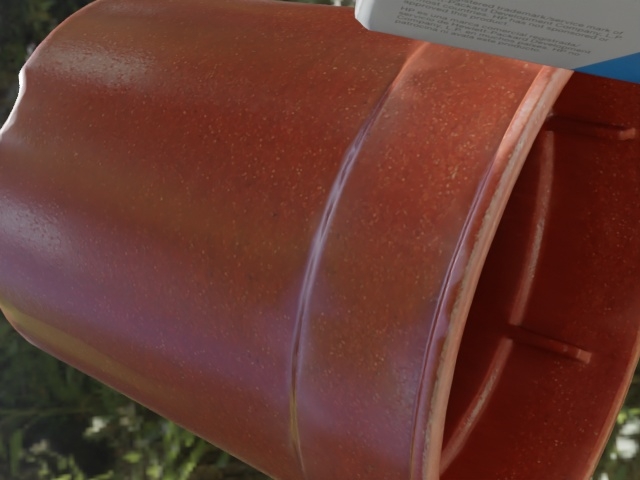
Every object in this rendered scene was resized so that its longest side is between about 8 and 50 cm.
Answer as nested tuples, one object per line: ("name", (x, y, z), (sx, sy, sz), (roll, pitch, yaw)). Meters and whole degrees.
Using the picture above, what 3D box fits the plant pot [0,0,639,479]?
("plant pot", (0.000, 0.000, 0.570), (0.272, 0.265, 0.272), (-36, -46, -48))

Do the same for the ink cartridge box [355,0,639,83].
("ink cartridge box", (0.093, -0.108, 0.272), (0.190, 0.139, 0.082), (114, 166, -73))
